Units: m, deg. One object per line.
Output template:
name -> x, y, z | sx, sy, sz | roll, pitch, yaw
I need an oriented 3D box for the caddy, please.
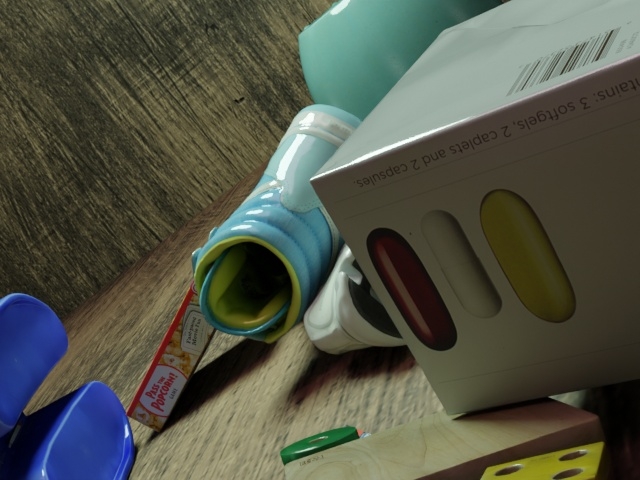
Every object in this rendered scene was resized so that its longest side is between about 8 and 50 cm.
caddy -> -0.326, 0.201, 1.023 | 0.179, 0.241, 0.341 | -34, 10, 6

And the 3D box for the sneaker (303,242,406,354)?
sneaker -> 0.083, -0.012, 0.895 | 0.292, 0.110, 0.118 | -46, 3, -36

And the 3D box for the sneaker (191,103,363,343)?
sneaker -> -0.052, 0.030, 0.994 | 0.208, 0.127, 0.319 | -57, -8, -30

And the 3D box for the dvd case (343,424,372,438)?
dvd case -> 0.009, 0.156, 0.654 | 0.087, 0.013, 0.119 | -42, 9, -15

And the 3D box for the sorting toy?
sorting toy -> 0.055, 0.114, 0.474 | 0.132, 0.046, 0.274 | -18, -2, -5

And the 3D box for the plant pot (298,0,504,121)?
plant pot -> 0.112, -0.225, 1.323 | 0.293, 0.235, 0.293 | -39, 10, 8

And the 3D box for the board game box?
board game box -> -0.138, 0.096, 1.156 | 0.193, 0.045, 0.147 | -62, 2, 20

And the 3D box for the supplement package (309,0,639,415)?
supplement package -> 0.167, -0.052, 0.498 | 0.262, 0.145, 0.204 | -19, 20, 36
